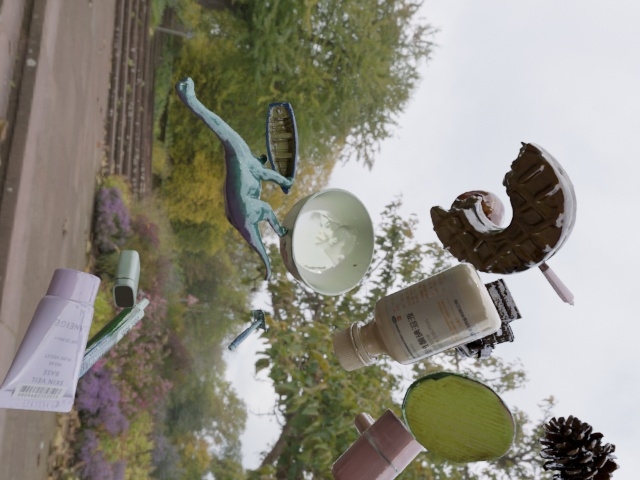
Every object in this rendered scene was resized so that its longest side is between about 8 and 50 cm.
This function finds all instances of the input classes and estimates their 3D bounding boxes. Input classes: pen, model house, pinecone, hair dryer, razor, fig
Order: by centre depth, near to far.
[{"bbox_3d":[-0.197,0.245,1.216,0.040,0.135,0.068,13,-58,29],"label":"razor"},{"bbox_3d":[0.645,0.124,1.250,0.032,0.197,0.053,-40,-153,16],"label":"pen"},{"bbox_3d":[0.129,0.551,1.252,0.125,0.210,0.352,48,-9,2],"label":"hair dryer"},{"bbox_3d":[0.704,0.582,1.280,0.208,0.208,0.207,-177,-90,-66],"label":"pinecone"},{"bbox_3d":[0.563,-0.079,1.642,0.205,0.205,0.205,-177,-90,-66],"label":"fig"},{"bbox_3d":[0.643,0.320,1.819,0.283,0.297,0.317,-24,-97,30],"label":"model house"}]

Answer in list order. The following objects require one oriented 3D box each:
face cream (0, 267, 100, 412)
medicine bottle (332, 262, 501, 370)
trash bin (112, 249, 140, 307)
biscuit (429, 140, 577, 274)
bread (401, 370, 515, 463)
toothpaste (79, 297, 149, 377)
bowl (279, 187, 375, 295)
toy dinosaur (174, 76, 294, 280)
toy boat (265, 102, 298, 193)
[{"bbox_3d":[-0.528,0.196,0.923,0.096,0.154,0.273,-2,-112,26],"label":"face cream"},{"bbox_3d":[0.141,0.131,0.723,0.252,0.114,0.114,-26,-125,18],"label":"medicine bottle"},{"bbox_3d":[-0.565,0.113,1.347,0.116,0.059,0.129,111,-23,-45],"label":"trash bin"},{"bbox_3d":[0.451,-0.047,1.133,0.268,0.115,0.366,59,-39,12],"label":"biscuit"},{"bbox_3d":[0.280,0.365,0.952,0.033,0.229,0.228,-44,154,-60],"label":"bread"},{"bbox_3d":[-0.651,0.303,1.380,0.392,0.061,0.098,-54,162,-47],"label":"toothpaste"},{"bbox_3d":[0.000,0.000,1.216,0.145,0.277,0.276,6,-88,53],"label":"bowl"},{"bbox_3d":[-0.204,-0.115,1.009,0.129,0.331,0.383,-5,-101,30],"label":"toy dinosaur"},{"bbox_3d":[-0.096,-0.228,1.159,0.046,0.080,0.228,-176,-99,-79],"label":"toy boat"}]
